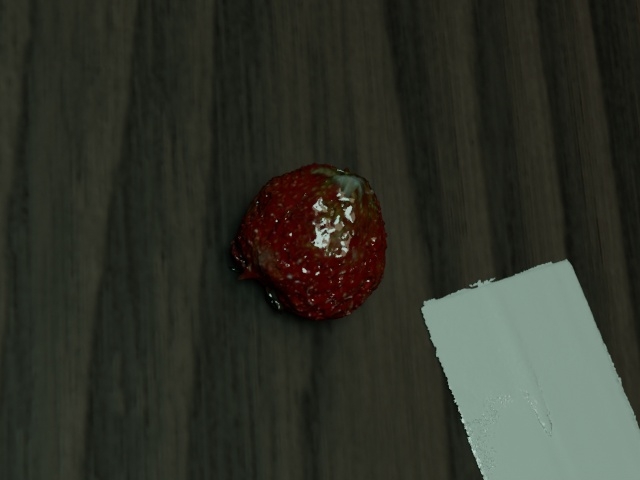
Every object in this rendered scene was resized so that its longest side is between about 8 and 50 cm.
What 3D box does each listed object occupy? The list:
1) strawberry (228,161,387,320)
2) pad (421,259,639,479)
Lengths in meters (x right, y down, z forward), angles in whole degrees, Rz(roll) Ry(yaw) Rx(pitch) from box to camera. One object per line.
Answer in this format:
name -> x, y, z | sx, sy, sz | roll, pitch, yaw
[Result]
strawberry -> 0.000, -0.001, 1.149 | 0.106, 0.106, 0.106 | 13, 64, -29
pad -> 0.165, 0.132, 1.261 | 0.156, 0.004, 0.232 | -14, 79, -37
